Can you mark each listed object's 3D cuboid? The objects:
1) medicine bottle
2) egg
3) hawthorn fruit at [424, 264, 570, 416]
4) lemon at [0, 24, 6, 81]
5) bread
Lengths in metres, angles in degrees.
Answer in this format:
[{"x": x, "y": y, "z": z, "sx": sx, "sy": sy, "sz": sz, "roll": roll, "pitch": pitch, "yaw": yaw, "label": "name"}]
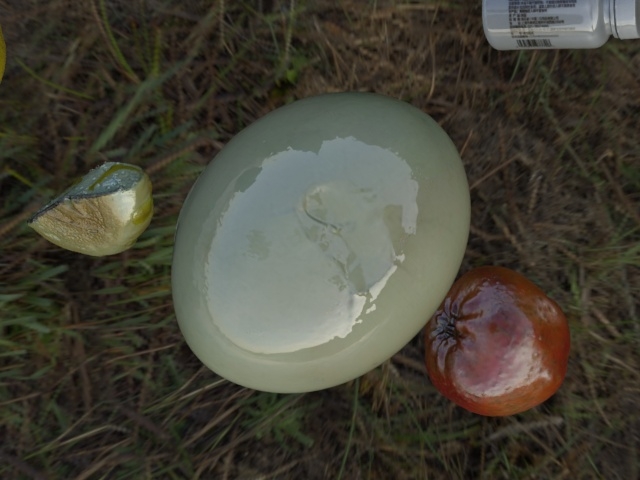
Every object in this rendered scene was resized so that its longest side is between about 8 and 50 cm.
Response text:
[{"x": 0.227, "y": -0.217, "z": 1.092, "sx": 0.140, "sy": 0.079, "sz": 0.079, "roll": 3, "pitch": 89, "yaw": 24, "label": "medicine bottle"}, {"x": 0.000, "y": 0.000, "z": 0.947, "sx": 0.219, "sy": 0.219, "sz": 0.269, "roll": 40, "pitch": 76, "yaw": 4, "label": "egg"}, {"x": 0.227, "y": 0.130, "z": 1.429, "sx": 0.200, "sy": 0.179, "sz": 0.179, "roll": 23, "pitch": 90, "yaw": -24, "label": "hawthorn fruit"}, {"x": -0.500, "y": -0.239, "z": 1.530, "sx": 0.203, "sy": 0.178, "sz": 0.178, "roll": -39, "pitch": 86, "yaw": 11, "label": "lemon"}, {"x": -0.234, "y": -0.030, "z": 1.272, "sx": 0.157, "sy": 0.083, "sz": 0.094, "roll": -31, "pitch": 100, "yaw": 38, "label": "bread"}]
